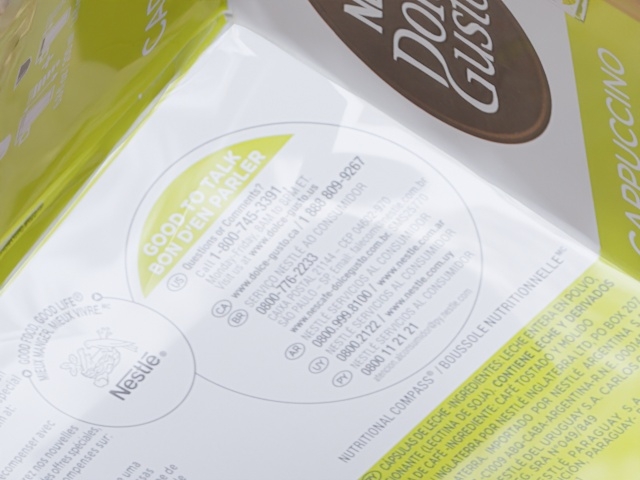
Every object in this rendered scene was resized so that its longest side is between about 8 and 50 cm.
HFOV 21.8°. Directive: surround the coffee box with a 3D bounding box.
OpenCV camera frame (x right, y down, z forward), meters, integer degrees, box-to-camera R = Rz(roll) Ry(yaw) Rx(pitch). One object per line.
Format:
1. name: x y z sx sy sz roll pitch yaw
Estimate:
1. coffee box: 0.000 0.000 0.810 0.334 0.338 0.338 31 123 -21
